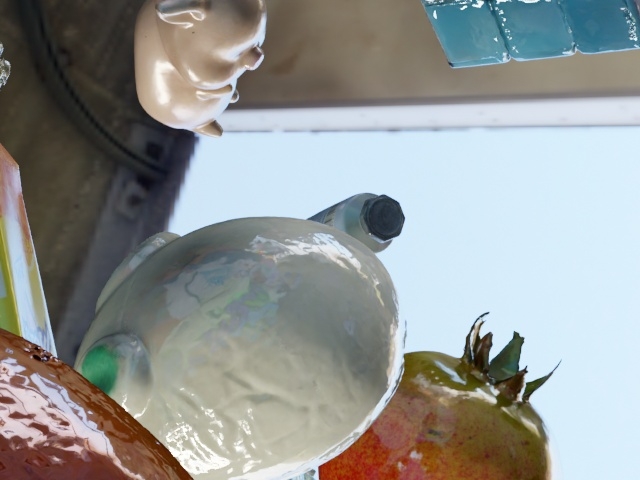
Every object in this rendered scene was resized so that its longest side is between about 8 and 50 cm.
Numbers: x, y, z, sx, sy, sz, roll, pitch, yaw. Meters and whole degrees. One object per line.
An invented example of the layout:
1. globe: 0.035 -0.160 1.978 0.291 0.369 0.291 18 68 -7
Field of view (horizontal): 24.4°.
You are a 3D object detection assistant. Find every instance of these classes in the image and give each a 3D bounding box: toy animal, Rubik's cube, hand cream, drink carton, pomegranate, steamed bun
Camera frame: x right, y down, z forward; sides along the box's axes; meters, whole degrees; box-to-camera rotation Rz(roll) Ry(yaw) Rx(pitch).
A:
1. toy animal: -0.145 -0.237 1.754 0.154 0.250 0.166 21 -127 -10
2. Rubik's cube: 0.223 -0.338 1.523 0.231 0.224 0.221 60 -141 -40
3. hand cream: 0.000 0.000 1.446 0.058 0.271 0.091 41 -115 -14
4. drink carton: -0.337 0.070 1.475 0.154 0.111 0.351 71 -177 -71
5. pomegranate: 0.113 0.189 1.327 0.221 0.221 0.257 25 -85 -39
6. steamed bun: -0.064 0.064 0.932 0.131 0.228 0.177 53 -148 -33

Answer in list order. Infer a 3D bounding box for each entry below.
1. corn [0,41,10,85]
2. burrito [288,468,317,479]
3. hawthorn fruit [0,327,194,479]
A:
1. corn: -0.414 -0.170 1.328 0.288 0.086 0.087 7 -92 -40
2. burrito: -0.061 0.283 1.543 0.229 0.089 0.144 43 -117 -54
3. hawthorn fruit: -0.119 0.156 0.603 0.211 0.299 0.211 22 -90 -80
